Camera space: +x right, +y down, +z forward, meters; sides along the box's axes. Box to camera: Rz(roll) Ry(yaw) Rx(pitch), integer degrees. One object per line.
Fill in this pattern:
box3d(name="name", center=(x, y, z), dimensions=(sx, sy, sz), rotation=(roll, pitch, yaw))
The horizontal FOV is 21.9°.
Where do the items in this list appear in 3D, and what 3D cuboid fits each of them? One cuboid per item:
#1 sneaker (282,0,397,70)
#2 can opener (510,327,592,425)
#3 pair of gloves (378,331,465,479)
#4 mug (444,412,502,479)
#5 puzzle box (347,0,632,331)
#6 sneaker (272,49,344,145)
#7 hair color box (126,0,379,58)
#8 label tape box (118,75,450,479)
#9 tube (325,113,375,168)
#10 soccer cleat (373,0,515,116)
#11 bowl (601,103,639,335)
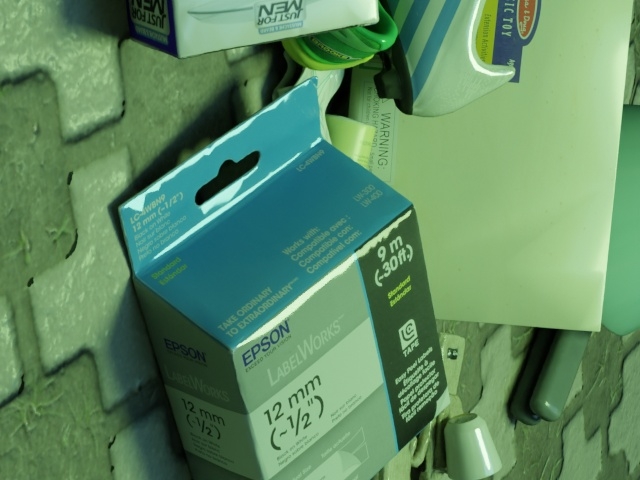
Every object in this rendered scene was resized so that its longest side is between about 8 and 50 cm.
box3d(name="sneaker", center=(0.004, -0.295, 1.450), dimensions=(0.109, 0.124, 0.295), rotation=(-45, 126, -48))
box3d(name="can opener", center=(0.303, 0.100, 2.155), dimensions=(0.095, 0.076, 0.283), rotation=(38, 59, -21))
box3d(name="pair of gloves", center=(0.102, 0.204, 1.832), dimensions=(0.240, 0.042, 0.204), rotation=(-1, 93, -66))
box3d(name="mug", center=(0.163, 0.229, 1.864), dimensions=(0.062, 0.078, 0.064), rotation=(-20, 103, -29))
box3d(name="puzzle box", center=(0.162, -0.122, 1.643), dimensions=(0.052, 0.272, 0.408), rotation=(-84, 180, -85))
box3d(name="sneaker", center=(-0.021, -0.114, 1.543), dimensions=(0.061, 0.054, 0.152), rotation=(10, 84, -46))
box3d(name="hair color box", center=(-0.064, -0.326, 1.285), dimensions=(0.185, 0.110, 0.338), rotation=(-14, 110, -27))
box3d(name="label tape box", center=(-0.020, 0.067, 1.469), dimensions=(0.249, 0.115, 0.347), rotation=(-38, 131, -35))
box3d(name="tube", center=(0.000, 0.000, 1.593), dimensions=(0.070, 0.062, 0.240), rotation=(13, 92, -17))
box3d(name="soccer cleat", center=(0.097, -0.283, 1.555), dimensions=(0.116, 0.143, 0.331), rotation=(-131, -152, -78))
box3d(name="bowl", center=(0.419, -0.046, 2.107), dimensions=(0.311, 0.163, 0.311), rotation=(40, 42, -49))
